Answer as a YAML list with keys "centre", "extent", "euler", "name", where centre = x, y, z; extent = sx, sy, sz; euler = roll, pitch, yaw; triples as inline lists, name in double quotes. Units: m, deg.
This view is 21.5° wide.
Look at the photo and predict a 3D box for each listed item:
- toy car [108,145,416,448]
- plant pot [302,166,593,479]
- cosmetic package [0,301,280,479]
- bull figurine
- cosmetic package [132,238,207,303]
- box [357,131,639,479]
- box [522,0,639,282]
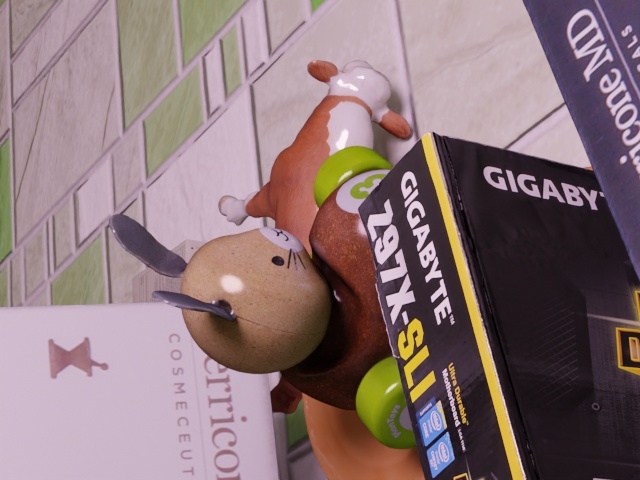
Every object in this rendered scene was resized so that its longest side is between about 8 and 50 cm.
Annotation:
- centre: [-0.022, 0.019, 0.955]
  extent: [0.155, 0.188, 0.149]
  euler: [47, 120, 53]
  name: "toy car"
- centre: [0.123, 0.082, 1.079]
  extent: [0.291, 0.203, 0.290]
  euler: [-26, 58, 53]
  name: "plant pot"
- centre: [-0.250, 0.251, 1.345]
  extent: [0.327, 0.394, 0.329]
  euler: [123, 142, -65]
  name: "cosmetic package"
- centre: [0.000, 0.000, 1.401]
  extent: [0.188, 0.101, 0.310]
  euler: [-37, 49, 51]
  name: "bull figurine"
- centre: [-0.142, 0.047, 1.667]
  extent: [0.115, 0.041, 0.060]
  euler: [-31, 55, 50]
  name: "cosmetic package"
- centre: [0.192, 0.092, 0.849]
  extent: [0.079, 0.322, 0.257]
  euler: [-47, 43, 42]
  name: "box"
- centre: [0.308, -0.167, 0.782]
  extent: [0.395, 0.212, 0.293]
  euler: [-40, 47, 28]
  name: "box"
